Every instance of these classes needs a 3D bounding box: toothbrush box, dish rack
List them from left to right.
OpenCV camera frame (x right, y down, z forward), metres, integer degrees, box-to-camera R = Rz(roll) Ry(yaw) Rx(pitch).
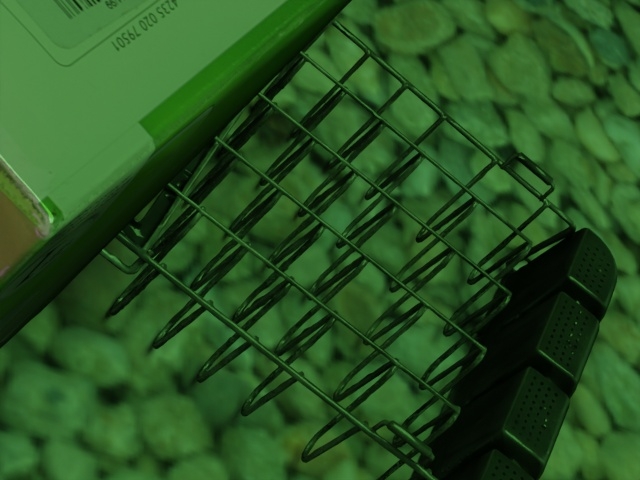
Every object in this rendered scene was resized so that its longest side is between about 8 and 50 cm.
[{"bbox_3d":[-0.119,-0.028,0.514,0.122,0.283,0.206,48,43,-4],"label":"toothbrush box"},{"bbox_3d":[0.000,0.000,0.749,0.271,0.074,0.208,39,43,-8],"label":"dish rack"}]
